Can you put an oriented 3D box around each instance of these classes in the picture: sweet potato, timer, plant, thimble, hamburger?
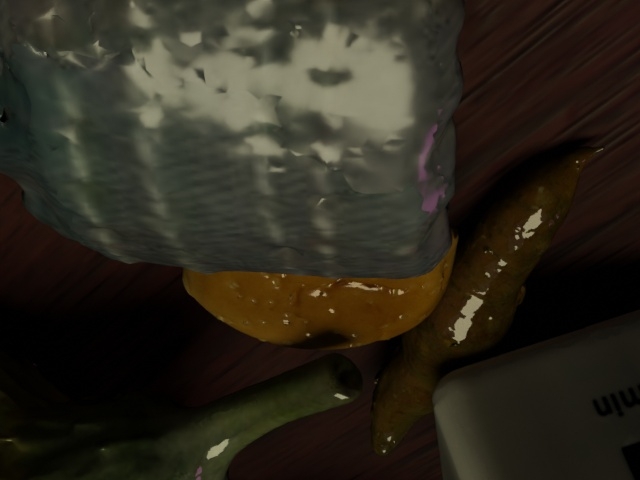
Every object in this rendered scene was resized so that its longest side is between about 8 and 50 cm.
[{"bbox_3d":[0.086,0.041,0.776,0.067,0.067,0.274,13,136,-16],"label":"sweet potato"},{"bbox_3d":[0.189,0.171,0.787,0.194,0.195,0.192,-19,150,-3],"label":"timer"},{"bbox_3d":[-0.136,0.128,0.782,0.306,0.261,0.297,-6,127,-56],"label":"plant"},{"bbox_3d":[-0.033,-0.090,0.498,0.172,0.205,0.236,2,168,5],"label":"thimble"},{"bbox_3d":[0.000,0.000,0.704,0.147,0.083,0.138,7,147,-5],"label":"hamburger"}]
